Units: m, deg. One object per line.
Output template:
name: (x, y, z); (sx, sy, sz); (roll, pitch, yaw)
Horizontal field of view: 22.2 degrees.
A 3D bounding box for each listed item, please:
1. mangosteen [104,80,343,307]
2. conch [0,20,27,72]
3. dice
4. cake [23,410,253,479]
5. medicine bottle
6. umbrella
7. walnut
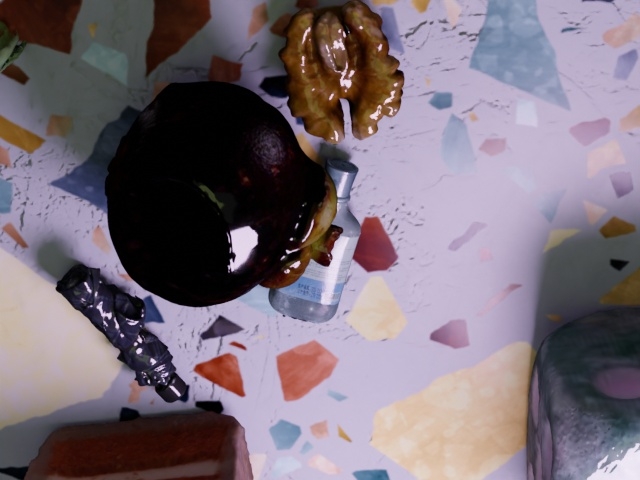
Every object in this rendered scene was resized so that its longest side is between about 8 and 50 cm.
mangosteen: (-0.110, -0.042, 1.884); (0.287, 0.233, 0.288); (8, 120, 15)
conch: (-0.431, -0.200, 1.921); (0.105, 0.079, 0.170); (39, 96, -23)
dice: (0.428, 0.285, 1.996); (0.327, 0.348, 0.330); (0, 110, 1)
cake: (-0.229, 0.382, 2.110); (0.308, 0.237, 0.230); (-4, 116, 5)
medicine bottle: (0.000, 0.000, 2.016); (0.090, 0.054, 0.209); (15, 112, -3)
umbrella: (-0.242, 0.117, 2.078); (0.071, 0.080, 0.224); (-44, 116, -17)
walnut: (0.026, -0.201, 1.908); (0.142, 0.069, 0.170); (-6, 115, 6)
